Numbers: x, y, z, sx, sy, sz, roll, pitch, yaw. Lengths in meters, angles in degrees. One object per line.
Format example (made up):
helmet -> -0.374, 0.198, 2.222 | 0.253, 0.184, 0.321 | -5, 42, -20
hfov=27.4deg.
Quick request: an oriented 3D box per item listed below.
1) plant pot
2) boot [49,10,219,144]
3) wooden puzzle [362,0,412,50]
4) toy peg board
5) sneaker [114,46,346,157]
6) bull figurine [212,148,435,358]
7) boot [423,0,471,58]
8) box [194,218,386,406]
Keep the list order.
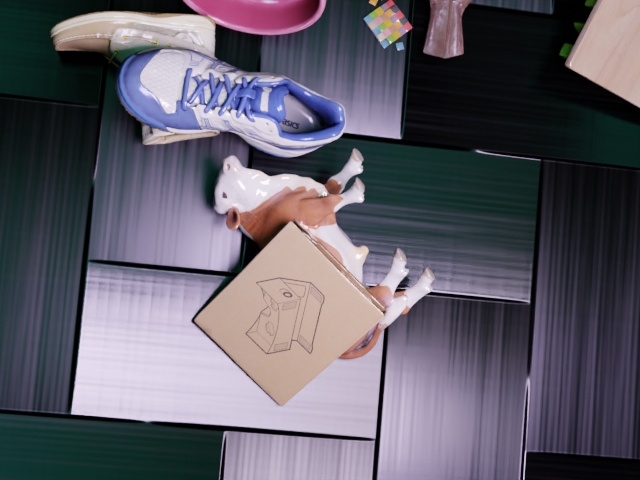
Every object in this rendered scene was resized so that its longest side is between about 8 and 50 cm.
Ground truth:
plant pot -> -0.075, -0.391, 1.677 | 0.201, 0.201, 0.180 | 16, 67, -8
boot -> -0.235, -0.205, 1.678 | 0.213, 0.077, 0.165 | -2, 86, -17
wooden puzzle -> 0.091, -0.294, 1.780 | 0.049, 0.006, 0.083 | -37, 91, -11
toy peg board -> 0.420, -0.280, 1.798 | 0.160, 0.079, 0.161 | 24, 97, -22
sneaker -> -0.103, -0.181, 1.626 | 0.296, 0.131, 0.112 | 9, 82, -32
bull figurine -> 0.000, 0.000, 1.674 | 0.188, 0.101, 0.310 | -30, 99, 21
boot -> 0.194, -0.298, 1.783 | 0.106, 0.037, 0.114 | 3, 80, 3
box -> -0.041, 0.093, 1.652 | 0.164, 0.021, 0.201 | 45, 117, -3
